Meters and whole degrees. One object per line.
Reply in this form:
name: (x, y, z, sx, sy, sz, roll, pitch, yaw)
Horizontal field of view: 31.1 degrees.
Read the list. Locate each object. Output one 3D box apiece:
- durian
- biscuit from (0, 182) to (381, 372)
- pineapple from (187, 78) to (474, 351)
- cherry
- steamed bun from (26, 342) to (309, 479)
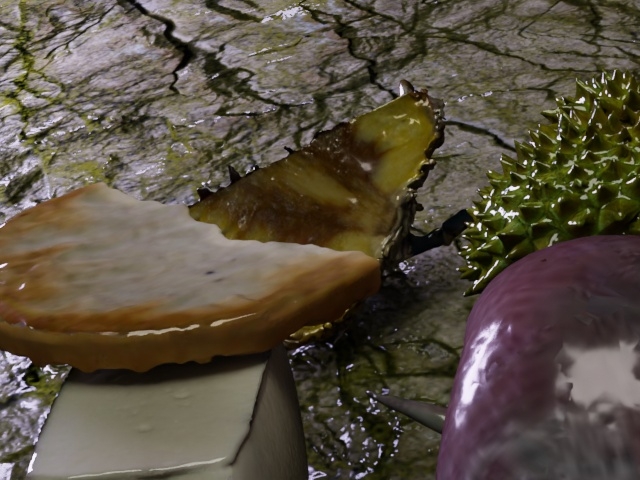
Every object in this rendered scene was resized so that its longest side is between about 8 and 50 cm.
durian: (0.194, 0.019, 0.773, 0.176, 0.237, 0.200, -36, 44, -19)
biscuit: (-0.129, 0.028, 0.776, 0.309, 0.040, 0.204, 15, 30, 41)
pineapple: (0.002, 0.005, 0.963, 0.334, 0.161, 0.158, -35, 75, -2)
cherry: (0.156, 0.104, 0.572, 0.285, 0.213, 0.236, 13, 50, 18)
steamed bun: (-0.083, 0.154, 0.721, 0.146, 0.164, 0.241, -8, 20, 6)
